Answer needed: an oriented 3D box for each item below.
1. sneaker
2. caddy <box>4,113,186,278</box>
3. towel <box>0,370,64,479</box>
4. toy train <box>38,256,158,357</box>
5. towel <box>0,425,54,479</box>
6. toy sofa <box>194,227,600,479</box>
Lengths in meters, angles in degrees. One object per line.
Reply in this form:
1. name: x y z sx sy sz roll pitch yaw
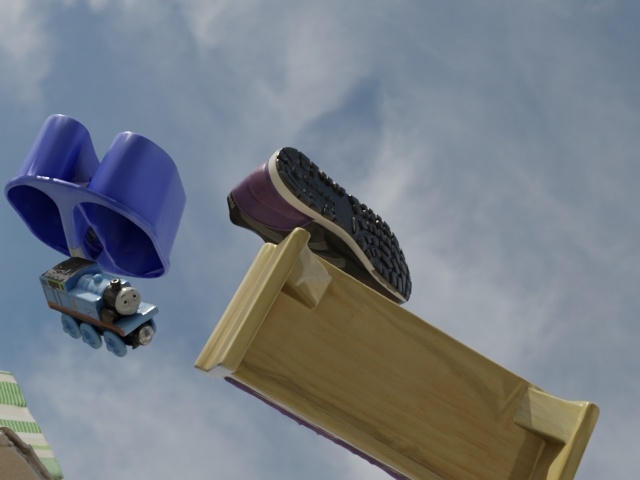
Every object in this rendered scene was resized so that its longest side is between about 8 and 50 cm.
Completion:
1. sneaker: 0.000 0.000 1.158 0.124 0.107 0.283 -32 -60 29
2. caddy: -0.349 -0.043 1.385 0.241 0.179 0.341 15 -22 7
3. towel: -0.630 0.333 1.620 0.325 0.248 0.038 42 -76 41
4. toy train: -0.298 0.088 1.187 0.184 0.080 0.105 13 -53 38
5. towel: -0.539 0.397 1.410 0.187 0.049 0.282 -16 -42 -6
6. toy sofa: 0.068 0.150 0.872 0.362 0.150 0.177 31 -18 -8
